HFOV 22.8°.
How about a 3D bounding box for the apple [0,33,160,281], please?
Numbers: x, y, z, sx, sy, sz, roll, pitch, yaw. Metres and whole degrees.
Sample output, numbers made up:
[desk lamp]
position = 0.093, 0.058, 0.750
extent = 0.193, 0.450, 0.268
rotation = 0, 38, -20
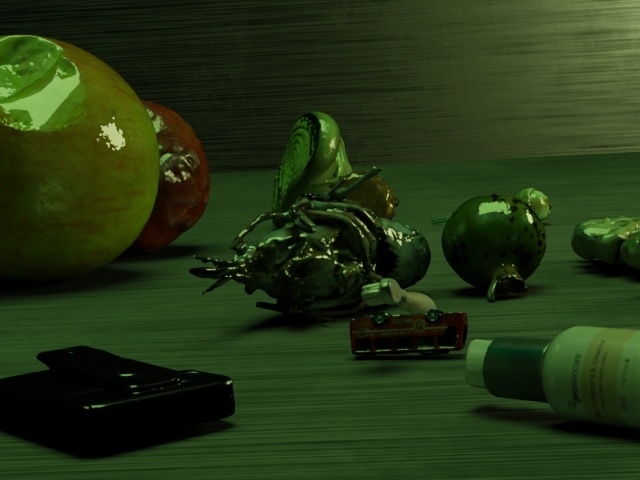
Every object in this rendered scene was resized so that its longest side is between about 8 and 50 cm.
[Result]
[apple]
position = -0.381, -0.106, 2.140
extent = 0.340, 0.339, 0.339
rotation = -3, 7, 0

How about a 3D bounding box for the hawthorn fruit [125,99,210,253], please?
[hawthorn fruit]
position = -0.266, -0.089, 2.422
extent = 0.242, 0.241, 0.272
rotation = 0, -8, 22

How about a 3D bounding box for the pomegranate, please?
[pomegranate]
position = 0.204, 0.015, 1.829
extent = 0.122, 0.122, 0.161
rotation = -4, 44, -3

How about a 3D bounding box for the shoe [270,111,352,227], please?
[shoe]
position = -0.010, -0.114, 2.570
extent = 0.128, 0.140, 0.262
rotation = -2, -29, -23

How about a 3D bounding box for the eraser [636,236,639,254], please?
[eraser]
position = 0.469, 0.001, 1.752
extent = 0.210, 0.068, 0.124
rotation = -11, 36, -30

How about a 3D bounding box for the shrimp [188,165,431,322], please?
[shrimp]
position = 0.001, 0.000, 1.731
extent = 0.137, 0.172, 0.372
rotation = 7, 4, 29

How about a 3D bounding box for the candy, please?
[candy]
position = 0.268, -0.043, 2.518
extent = 0.202, 0.061, 0.061
rotation = -9, 3, 29

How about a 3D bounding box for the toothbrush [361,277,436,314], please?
[toothbrush]
position = 0.082, 0.060, 1.555
extent = 0.030, 0.025, 0.307
rotation = -12, -8, 11

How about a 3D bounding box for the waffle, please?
[waffle]
position = 0.471, 0.001, 1.968
extent = 0.309, 0.056, 0.292
rotation = -5, 7, -21

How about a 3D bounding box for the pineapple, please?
[pineapple]
position = 0.061, -0.051, 2.430
extent = 0.119, 0.111, 0.237
rotation = 27, 1, 4

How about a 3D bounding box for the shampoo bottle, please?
[shampoo bottle]
position = 0.191, 0.100, 1.197
extent = 0.192, 0.074, 0.074
rotation = 3, 10, 40

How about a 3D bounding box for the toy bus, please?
[toy bus]
position = 0.083, 0.087, 1.484
extent = 0.110, 0.043, 0.031
rotation = -4, -7, 14

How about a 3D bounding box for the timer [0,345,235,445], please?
[timer]
position = -0.173, 0.121, 1.275
extent = 0.144, 0.055, 0.187
rotation = -9, 9, -37
